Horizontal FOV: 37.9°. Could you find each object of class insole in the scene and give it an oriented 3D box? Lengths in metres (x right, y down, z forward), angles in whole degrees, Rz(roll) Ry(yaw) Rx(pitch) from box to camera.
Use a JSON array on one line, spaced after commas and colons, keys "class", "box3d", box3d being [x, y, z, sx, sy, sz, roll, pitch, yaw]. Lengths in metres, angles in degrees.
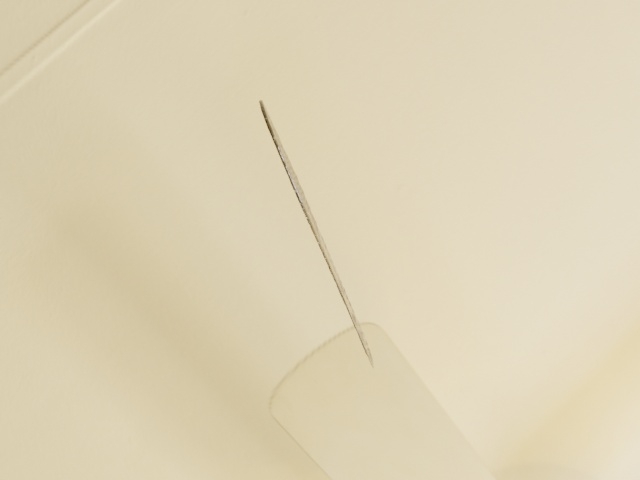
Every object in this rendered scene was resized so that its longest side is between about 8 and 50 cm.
[{"class": "insole", "box3d": [0.000, 0.000, 0.399, 0.002, 0.045, 0.135, -22, -64, 3]}]
